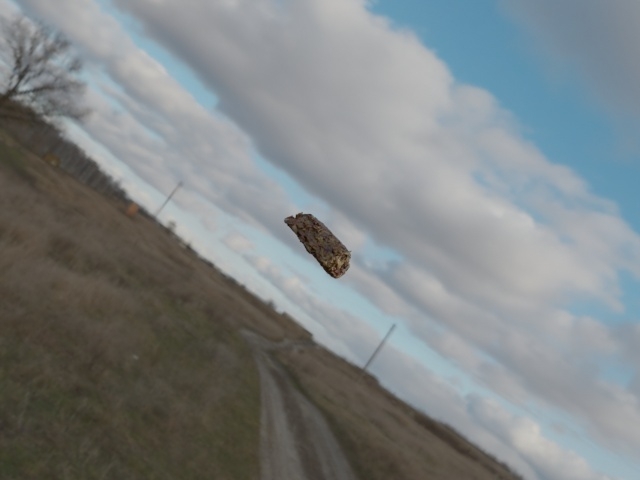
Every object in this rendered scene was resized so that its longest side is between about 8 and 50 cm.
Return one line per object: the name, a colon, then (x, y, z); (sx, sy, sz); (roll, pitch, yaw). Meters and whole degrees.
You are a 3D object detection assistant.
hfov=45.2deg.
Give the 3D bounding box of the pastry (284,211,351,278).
pastry: (0.001, 0.001, 1.436); (0.169, 0.063, 0.087); (50, 5, 34)
